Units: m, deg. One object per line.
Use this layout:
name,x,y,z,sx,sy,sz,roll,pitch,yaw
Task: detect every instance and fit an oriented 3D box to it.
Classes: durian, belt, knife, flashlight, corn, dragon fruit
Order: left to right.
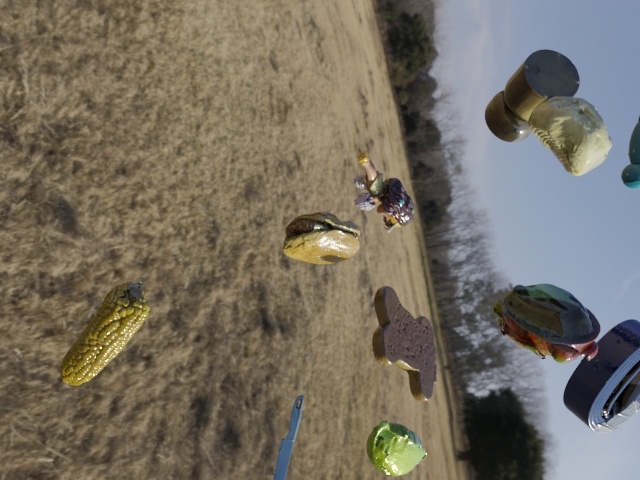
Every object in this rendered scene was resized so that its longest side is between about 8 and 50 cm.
corn,-0.489,0.222,1.175,0.102,0.313,0.102,34,22,-16
knife,-0.105,0.652,1.669,0.019,0.045,0.312,123,-17,-64
durian,0.196,0.558,1.397,0.250,0.101,0.139,38,83,-38
dragon fruit,0.605,0.209,1.391,0.295,0.269,0.129,-118,-157,-64
belt,0.891,0.406,1.556,0.213,0.346,0.117,30,8,-27
flashlight,0.532,-0.148,0.856,0.051,0.051,0.128,21,79,-75

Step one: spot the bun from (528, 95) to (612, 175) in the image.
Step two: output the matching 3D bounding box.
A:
bun,0.657,-0.282,1.350,0.229,0.145,0.229,41,21,-19

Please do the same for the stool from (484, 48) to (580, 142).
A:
stool,0.658,-0.448,1.636,0.264,0.179,0.179,115,-30,-71

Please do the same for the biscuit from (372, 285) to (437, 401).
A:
biscuit,0.321,0.405,1.993,0.394,0.076,0.368,40,42,-34

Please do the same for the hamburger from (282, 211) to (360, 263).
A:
hamburger,0.000,0.000,1.909,0.283,0.260,0.144,19,64,-35

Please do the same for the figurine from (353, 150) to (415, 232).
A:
figurine,0.168,-0.133,1.433,0.240,0.116,0.174,44,24,-19
